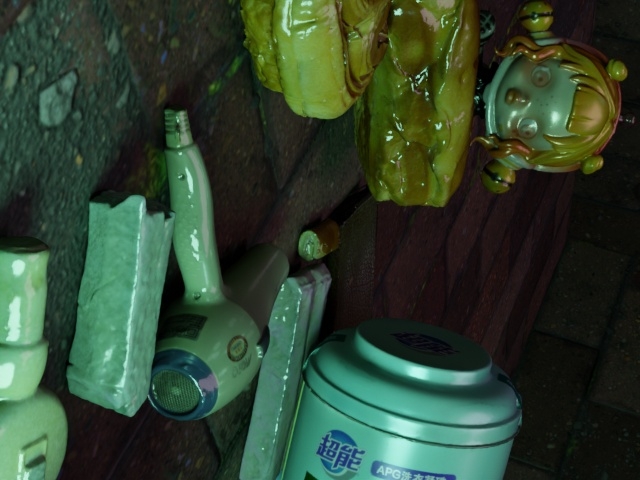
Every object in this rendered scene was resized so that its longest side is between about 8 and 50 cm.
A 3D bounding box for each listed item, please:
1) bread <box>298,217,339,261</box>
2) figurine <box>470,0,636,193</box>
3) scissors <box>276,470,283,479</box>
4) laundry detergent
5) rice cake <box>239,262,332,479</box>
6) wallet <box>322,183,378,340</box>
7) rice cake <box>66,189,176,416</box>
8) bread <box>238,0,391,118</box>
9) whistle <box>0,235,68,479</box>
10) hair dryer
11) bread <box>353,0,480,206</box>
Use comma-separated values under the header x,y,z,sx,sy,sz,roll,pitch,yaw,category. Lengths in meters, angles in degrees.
x,y,z,sx,sy,sz,roll,pitch,yaw,category
0.000,0.000,1.437,0.083,0.036,0.047,-32,132,-65,bread
0.350,-0.230,1.777,0.196,0.323,0.320,-18,123,-66,figurine
-0.039,0.421,1.678,0.125,0.030,0.256,-43,142,-57,scissors
0.099,0.273,1.400,0.287,0.287,0.305,-22,126,-66,laundry detergent
-0.047,0.176,1.430,0.106,0.050,0.298,-24,128,-64,rice cake
0.042,0.045,1.591,0.133,0.039,0.243,-43,145,-45,wallet
-0.177,0.050,0.947,0.063,0.069,0.206,-22,124,-64,rice cake
0.003,-0.242,1.119,0.236,0.120,0.198,80,31,-51,bread
-0.239,0.123,0.834,0.126,0.067,0.258,-28,129,-66,whistle
-0.097,0.017,1.125,0.296,0.119,0.298,-11,103,-76,hair dryer
0.125,-0.209,1.364,0.195,0.149,0.344,-103,-171,-47,bread
